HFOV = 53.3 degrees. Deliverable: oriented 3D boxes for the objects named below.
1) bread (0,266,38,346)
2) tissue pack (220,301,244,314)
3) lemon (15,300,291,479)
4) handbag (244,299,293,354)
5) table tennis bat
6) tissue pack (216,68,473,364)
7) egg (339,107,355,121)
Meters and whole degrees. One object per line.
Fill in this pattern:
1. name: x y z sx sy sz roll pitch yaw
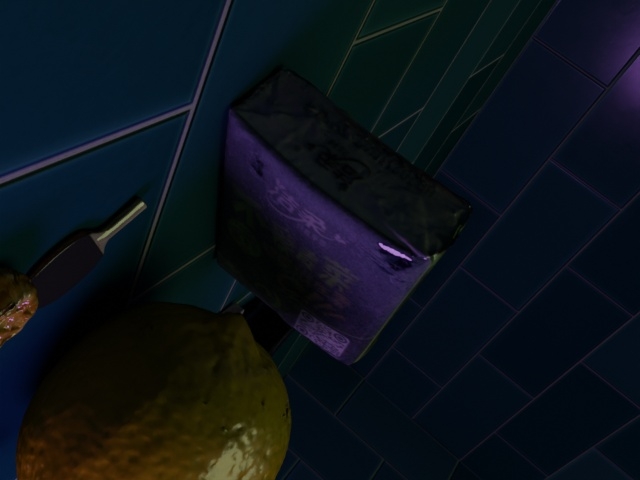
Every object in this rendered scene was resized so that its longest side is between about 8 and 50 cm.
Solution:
1. bread: -0.292 0.071 0.542 0.111 0.044 0.083 -45 170 -39
2. tissue pack: -0.200 0.172 1.314 0.083 0.035 0.063 -40 167 -47
3. lemon: -0.200 0.241 0.798 0.336 0.336 0.336 -48 170 -12
4. handbag: -0.200 0.297 1.501 0.329 0.122 0.303 -54 175 29
5. table tennis bat: -0.238 0.012 0.648 0.156 0.013 0.087 -46 168 -20
6. tissue pack: 0.000 0.000 0.863 0.124 0.288 0.394 -48 170 -27
7. egg: 0.007 -0.151 0.928 0.110 0.085 0.085 -19 151 -41
